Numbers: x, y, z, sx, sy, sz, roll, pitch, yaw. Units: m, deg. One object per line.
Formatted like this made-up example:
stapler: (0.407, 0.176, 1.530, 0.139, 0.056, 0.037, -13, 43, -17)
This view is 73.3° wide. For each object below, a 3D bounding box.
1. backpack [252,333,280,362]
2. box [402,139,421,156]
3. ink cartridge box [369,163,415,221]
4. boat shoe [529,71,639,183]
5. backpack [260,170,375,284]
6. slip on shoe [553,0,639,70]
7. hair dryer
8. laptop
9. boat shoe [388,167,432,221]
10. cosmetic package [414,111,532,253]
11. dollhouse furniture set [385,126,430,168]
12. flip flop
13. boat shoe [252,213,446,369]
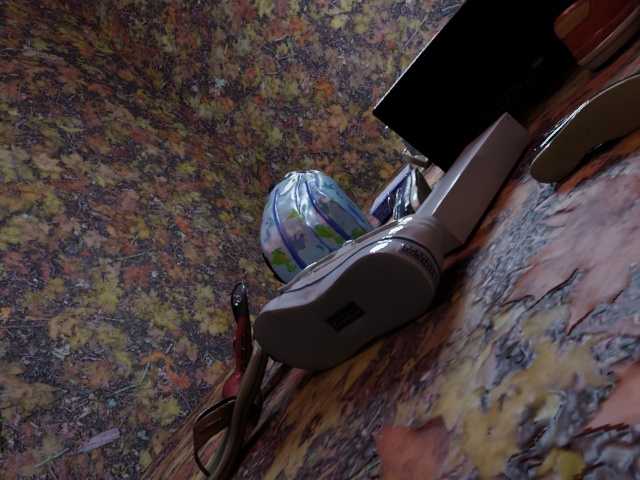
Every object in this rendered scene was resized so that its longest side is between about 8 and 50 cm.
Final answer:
backpack: (-0.067, 0.182, 0.979, 0.182, 0.115, 0.152, -46, -2, -14)
box: (0.349, -0.309, 1.127, 0.231, 0.056, 0.183, -17, -20, -40)
ink cartridge box: (0.261, -0.166, 1.497, 0.186, 0.065, 0.311, -48, -1, 19)
boat shoe: (0.255, -0.109, 0.409, 0.042, 0.048, 0.133, -59, 4, -38)
backpack: (0.000, 0.000, 0.916, 0.273, 0.290, 0.356, -31, 15, 25)
slip on shoe: (0.466, -0.393, 0.669, 0.331, 0.101, 0.123, -47, -2, -23)
hair dryer: (-0.171, 0.248, 0.884, 0.294, 0.080, 0.224, -116, 23, -51)
laptop: (0.339, -0.349, 0.904, 0.382, 0.407, 0.236, -48, 35, 22)
boat shoe: (0.178, -0.067, 0.828, 0.079, 0.095, 0.255, -35, 16, 24)
cosmetic package: (0.210, -0.076, 0.621, 0.239, 0.060, 0.099, -49, -1, -27)
dollhouse furniture set: (0.358, -0.390, 1.482, 0.161, 0.212, 0.242, -56, -24, -12)
flip flop: (-0.159, 0.288, 0.701, 0.112, 0.080, 0.277, 140, 152, -70)
boat shoe: (0.035, 0.066, 0.622, 0.367, 0.136, 0.156, -43, 5, 46)
